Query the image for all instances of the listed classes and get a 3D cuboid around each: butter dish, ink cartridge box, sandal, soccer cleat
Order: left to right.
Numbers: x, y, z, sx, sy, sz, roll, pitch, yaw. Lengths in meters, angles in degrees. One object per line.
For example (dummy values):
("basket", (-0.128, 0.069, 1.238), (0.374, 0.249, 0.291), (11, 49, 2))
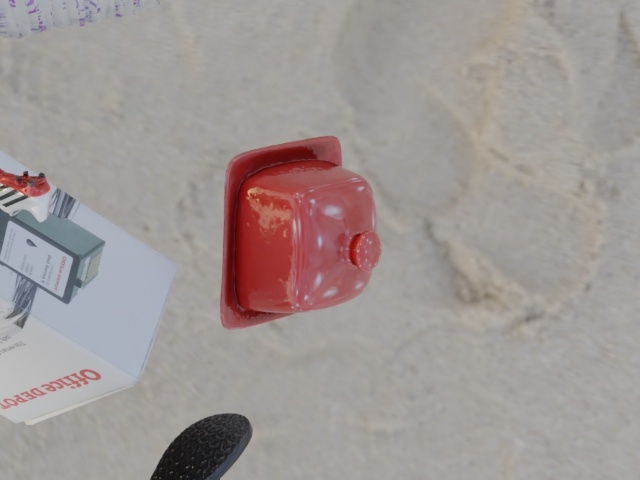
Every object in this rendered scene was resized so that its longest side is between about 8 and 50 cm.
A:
("ink cartridge box", (-0.298, 0.023, 1.414), (0.289, 0.211, 0.121), (35, 56, -27))
("soccer cleat", (-0.223, -0.036, 1.193), (0.029, 0.083, 0.035), (-41, 138, -50))
("sandal", (-0.119, 0.220, 1.434), (0.179, 0.067, 0.040), (-52, 131, -14))
("butter dish", (0.000, 0.000, 1.478), (0.160, 0.118, 0.159), (-14, 113, -50))

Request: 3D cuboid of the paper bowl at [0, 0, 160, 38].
("paper bowl", (-0.128, -0.256, 0.885), (0.148, 0.284, 0.284), (-13, 103, -8))
